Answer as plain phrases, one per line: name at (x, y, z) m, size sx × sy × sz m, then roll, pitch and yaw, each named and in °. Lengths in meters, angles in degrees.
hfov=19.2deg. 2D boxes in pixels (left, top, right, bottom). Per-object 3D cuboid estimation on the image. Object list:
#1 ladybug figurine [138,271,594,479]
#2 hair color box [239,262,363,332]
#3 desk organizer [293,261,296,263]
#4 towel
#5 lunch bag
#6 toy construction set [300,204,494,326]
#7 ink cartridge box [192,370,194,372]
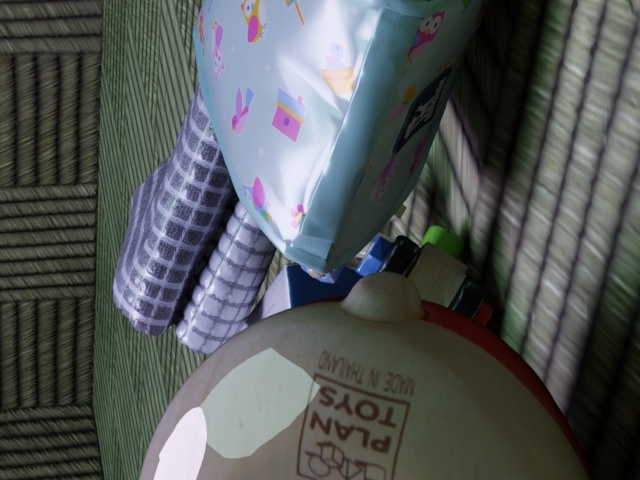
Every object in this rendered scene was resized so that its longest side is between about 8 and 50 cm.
ladybug figurine at (0.042, 0.210, 1.107) m, size 0.162 × 0.305 × 0.449 m, roll -43°, pitch -36°, yaw -52°
hair color box at (-0.002, 0.138, 1.594) m, size 0.347 × 0.105 × 0.174 m, roll 128°, pitch 137°, yaw -72°
desk organizer at (0.000, 0.000, 1.687) m, size 0.050 × 0.047 × 0.130 m, roll -128°, pitch 36°, yaw -74°
towel at (-0.084, -0.061, 1.629) m, size 0.283 × 0.121 × 0.235 m, roll -89°, pitch 22°, yaw -70°
lunch bag at (0.016, -0.137, 1.236) m, size 0.262 × 0.160 × 0.223 m, roll -101°, pitch 26°, yaw -49°
toy construction set at (0.013, 0.097, 1.323) m, size 0.215 × 0.151 × 0.327 m, roll 129°, pitch 159°, yaw -70°
ink cartridge box at (-0.096, 0.313, 2.181) m, size 0.296 × 0.066 × 0.261 m, roll -135°, pitch 44°, yaw -72°
